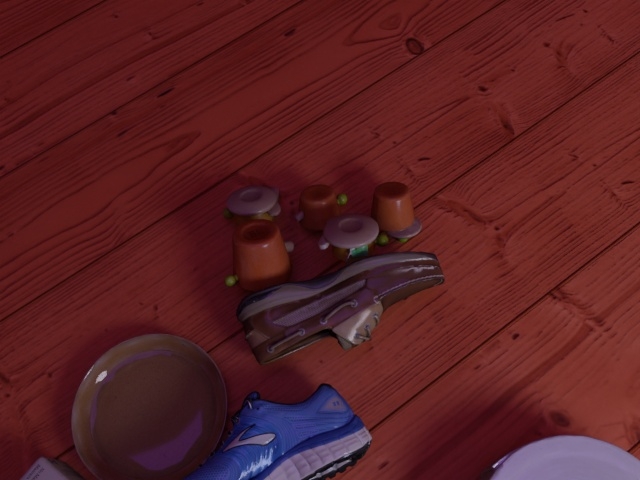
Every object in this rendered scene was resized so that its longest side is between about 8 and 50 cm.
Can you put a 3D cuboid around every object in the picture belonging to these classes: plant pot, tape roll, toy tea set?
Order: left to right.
[{"bbox_3d":[-0.257,0.260,1.053,0.236,0.032,0.236,-1,65,2],"label":"plant pot"},{"bbox_3d":[0.000,0.000,1.136,0.335,0.124,0.200,-2,36,5],"label":"toy tea set"},{"bbox_3d":[0.337,0.409,0.925,0.286,0.100,0.286,-1,66,2],"label":"tape roll"}]

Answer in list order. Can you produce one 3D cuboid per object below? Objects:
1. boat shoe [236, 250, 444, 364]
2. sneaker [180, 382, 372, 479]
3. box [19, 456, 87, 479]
[{"bbox_3d":[0.036,0.110,1.070,0.323,0.122,0.120,-17,71,4],"label":"boat shoe"},{"bbox_3d":[-0.100,0.307,0.987,0.329,0.130,0.147,-22,61,-16],"label":"sneaker"},{"bbox_3d":[-0.308,0.425,0.946,0.275,0.094,0.113,31,71,16],"label":"box"}]
